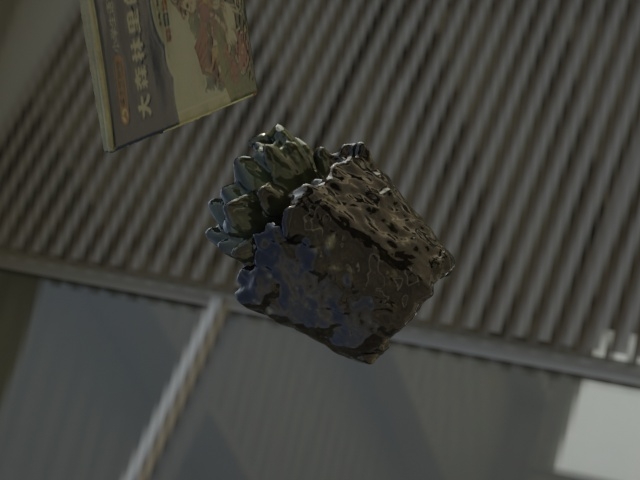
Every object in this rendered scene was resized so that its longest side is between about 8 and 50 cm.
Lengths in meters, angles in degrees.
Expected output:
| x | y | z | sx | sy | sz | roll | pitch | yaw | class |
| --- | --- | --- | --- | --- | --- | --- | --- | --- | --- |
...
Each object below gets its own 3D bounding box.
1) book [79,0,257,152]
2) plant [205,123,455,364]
| x | y | z | sx | sy | sz | roll | pitch | yaw | class |
| --- | --- | --- | --- | --- | --- | --- | --- | --- | --- |
| -0.134 | -0.215 | 1.585 | 0.322 | 0.018 | 0.228 | -36 | -60 | -66 | book |
| 0.000 | 0.000 | 1.406 | 0.132 | 0.194 | 0.129 | -44 | -11 | -51 | plant |
